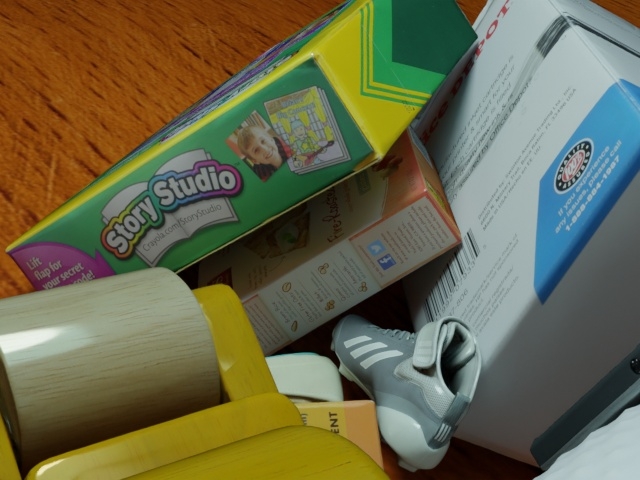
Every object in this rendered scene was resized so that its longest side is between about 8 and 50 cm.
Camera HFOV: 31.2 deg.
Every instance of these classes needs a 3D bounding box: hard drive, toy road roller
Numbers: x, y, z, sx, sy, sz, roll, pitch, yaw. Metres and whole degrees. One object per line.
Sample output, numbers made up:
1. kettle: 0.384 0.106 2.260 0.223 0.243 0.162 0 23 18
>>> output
1. hard drive: 0.203 0.097 0.736 0.094 0.135 0.022 -13 61 -34
2. toy road roller: -0.076 0.145 0.620 0.202 0.240 0.330 -13 68 -33

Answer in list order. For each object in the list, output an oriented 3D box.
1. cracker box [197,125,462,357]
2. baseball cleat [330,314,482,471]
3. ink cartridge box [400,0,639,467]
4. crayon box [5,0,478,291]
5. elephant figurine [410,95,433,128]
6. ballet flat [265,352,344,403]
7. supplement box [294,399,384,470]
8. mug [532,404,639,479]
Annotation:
1. cracker box: 0.000 0.000 1.019 0.232 0.067 0.156 -32 28 13
2. baseball cleat: 0.072 0.092 0.888 0.072 0.109 0.206 29 14 -26
3. ink cartridge box: 0.206 -0.033 1.006 0.166 0.285 0.395 23 25 -18
4. crayon box: -0.062 -0.091 1.045 0.363 0.106 0.313 -28 14 31
5. elephant figurine: 0.204 -0.176 1.457 0.169 0.186 0.239 -26 -4 35
6. ballet flat: -0.094 0.133 0.889 0.248 0.086 0.086 -3 31 -21
7. supplement box: -0.076 0.161 0.808 0.233 0.080 0.078 -2 71 -14
8. mug: 0.196 0.220 0.647 0.328 0.276 0.374 -17 7 -34
